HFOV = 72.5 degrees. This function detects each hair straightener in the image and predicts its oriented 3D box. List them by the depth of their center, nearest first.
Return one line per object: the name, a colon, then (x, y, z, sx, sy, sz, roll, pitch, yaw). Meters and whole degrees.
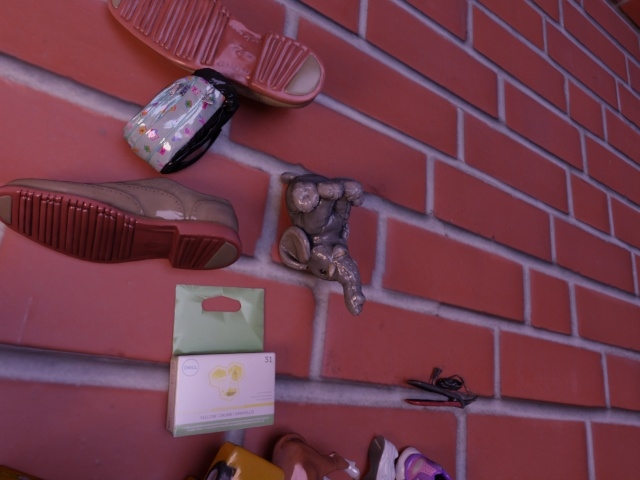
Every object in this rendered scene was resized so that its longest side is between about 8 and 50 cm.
hair straightener: (0.287, 0.338, 1.005, 0.231, 0.047, 0.089, 17, 71, -30)

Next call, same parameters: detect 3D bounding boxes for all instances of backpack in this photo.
backpack: (-0.237, -0.198, 0.738, 0.115, 0.152, 0.182, 43, 71, -11)

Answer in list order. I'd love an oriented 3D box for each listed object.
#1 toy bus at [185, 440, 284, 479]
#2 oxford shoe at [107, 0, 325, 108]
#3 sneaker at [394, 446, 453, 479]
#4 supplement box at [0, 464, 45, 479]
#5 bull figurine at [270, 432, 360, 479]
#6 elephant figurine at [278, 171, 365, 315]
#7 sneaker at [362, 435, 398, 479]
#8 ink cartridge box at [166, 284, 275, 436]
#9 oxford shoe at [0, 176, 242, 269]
toy bus: (-0.183, 0.464, 0.616, 0.108, 0.130, 0.332, 38, 61, -20)
oxford shoe: (-0.190, -0.344, 0.811, 0.397, 0.146, 0.140, 27, 85, -8)
sneaker: (0.253, 0.540, 0.903, 0.095, 0.105, 0.236, -42, 104, -34)
supplement box: (-0.293, 0.386, 0.423, 0.195, 0.357, 0.194, 37, 61, -21)
bull figurine: (-0.047, 0.490, 0.720, 0.188, 0.101, 0.310, 27, 68, -30)
elephant figurine: (0.000, 0.000, 0.839, 0.170, 0.186, 0.239, 1, 106, 1)
sneaker: (0.117, 0.472, 0.859, 0.061, 0.054, 0.152, 38, 61, -24)
ink cartridge box: (-0.163, 0.193, 0.739, 0.171, 0.056, 0.234, 7, 77, -31)
oxford shoe: (-0.299, -0.042, 0.688, 0.348, 0.123, 0.130, 14, 46, -29)
